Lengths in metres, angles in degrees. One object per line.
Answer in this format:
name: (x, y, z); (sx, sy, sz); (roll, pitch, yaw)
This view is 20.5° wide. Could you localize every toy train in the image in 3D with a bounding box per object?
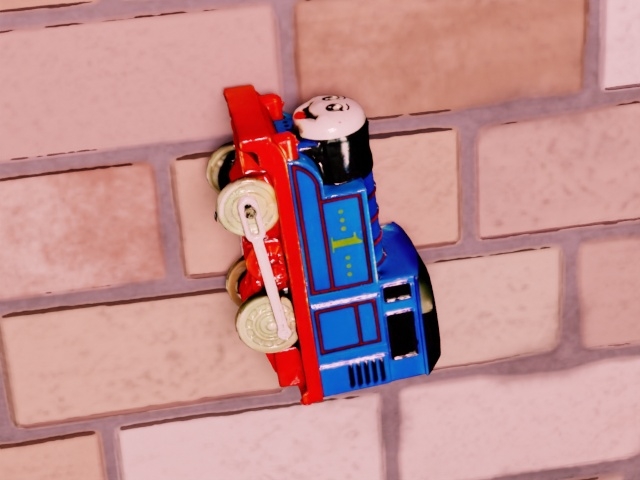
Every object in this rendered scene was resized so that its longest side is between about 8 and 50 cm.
toy train: (0.000, 0.000, 1.144); (0.131, 0.083, 0.204); (-11, 121, -4)
